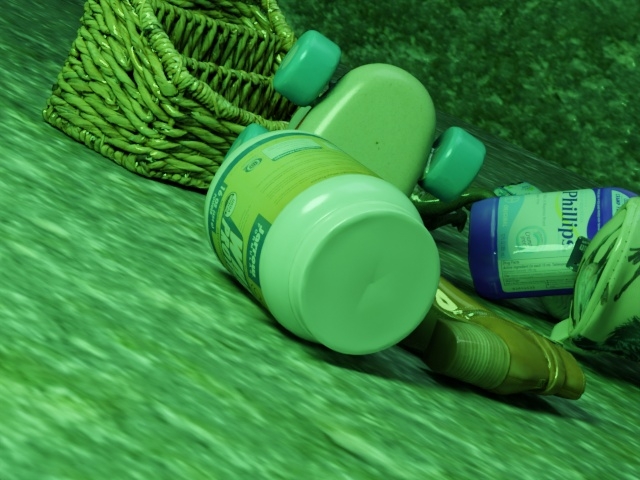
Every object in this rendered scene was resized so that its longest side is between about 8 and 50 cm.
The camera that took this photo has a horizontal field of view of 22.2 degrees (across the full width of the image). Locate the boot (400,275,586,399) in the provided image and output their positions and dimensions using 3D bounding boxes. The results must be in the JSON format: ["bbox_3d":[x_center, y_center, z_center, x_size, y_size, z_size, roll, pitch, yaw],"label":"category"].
[{"bbox_3d":[0.137,0.079,1.457,0.152,0.073,0.197,15,25,-31],"label":"boot"}]

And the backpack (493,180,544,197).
[{"bbox_3d":[0.262,-0.009,2.083,0.084,0.105,0.114,-17,36,-39],"label":"backpack"}]

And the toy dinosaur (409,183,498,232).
[{"bbox_3d":[0.111,-0.056,2.042,0.160,0.121,0.313,2,24,-30],"label":"toy dinosaur"}]

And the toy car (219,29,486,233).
[{"bbox_3d":[0.012,-0.079,1.702,0.219,0.210,0.238,32,-6,-13],"label":"toy car"}]

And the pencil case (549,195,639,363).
[{"bbox_3d":[0.447,0.108,1.669,0.410,0.183,0.160,25,40,-5],"label":"pencil case"}]

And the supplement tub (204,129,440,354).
[{"bbox_3d":[0.000,0.000,1.347,0.144,0.144,0.200,17,11,-29],"label":"supplement tub"}]

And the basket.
[{"bbox_3d":[-0.116,-0.181,1.806,0.213,0.223,0.299,29,11,32],"label":"basket"}]

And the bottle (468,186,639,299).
[{"bbox_3d":[0.306,0.000,1.788,0.283,0.118,0.092,-4,-41,14],"label":"bottle"}]

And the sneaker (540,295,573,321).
[{"bbox_3d":[0.297,0.042,1.954,0.153,0.094,0.235,6,18,43],"label":"sneaker"}]
